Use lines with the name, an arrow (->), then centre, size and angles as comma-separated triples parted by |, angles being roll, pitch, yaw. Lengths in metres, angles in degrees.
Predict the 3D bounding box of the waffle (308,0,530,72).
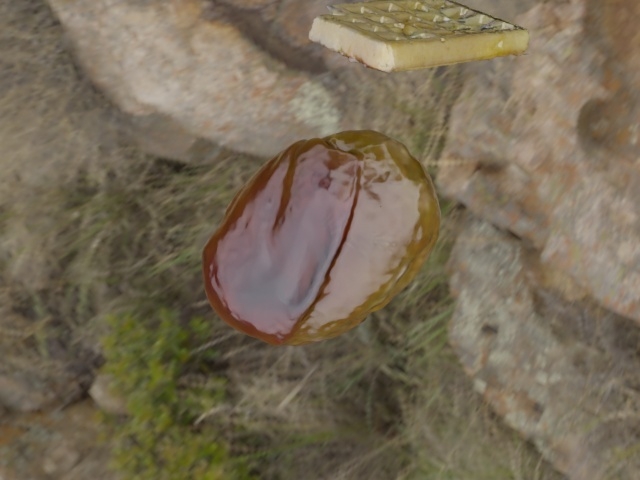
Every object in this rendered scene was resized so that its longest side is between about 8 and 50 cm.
waffle -> 0.058, -0.130, 0.962 | 0.092, 0.135, 0.021 | 31, 121, 41

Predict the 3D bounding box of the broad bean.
broad bean -> 0.000, -0.002, 1.278 | 0.228, 0.122, 0.156 | -39, 76, 26
